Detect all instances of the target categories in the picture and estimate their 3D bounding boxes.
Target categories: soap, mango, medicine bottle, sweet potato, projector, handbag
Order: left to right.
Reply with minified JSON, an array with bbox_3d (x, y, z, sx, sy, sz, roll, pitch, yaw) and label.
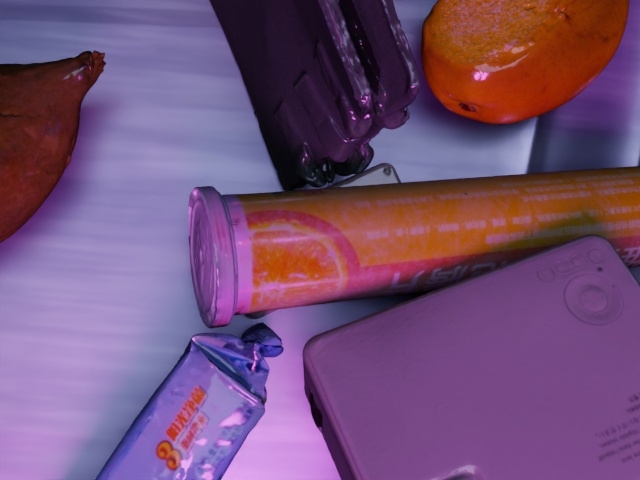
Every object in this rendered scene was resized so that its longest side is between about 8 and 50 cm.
[{"bbox_3d":[-0.322,-0.033,0.647,0.370,0.158,0.157,-30,89,-16],"label":"sweet potato"},{"bbox_3d":[-0.127,0.185,0.641,0.077,0.156,0.293,33,82,-2],"label":"soap"},{"bbox_3d":[-0.018,-0.181,0.646,0.079,0.247,0.260,-21,86,-15],"label":"handbag"},{"bbox_3d":[0.111,-0.008,0.686,0.426,0.108,0.108,-6,85,-17],"label":"medicine bottle"},{"bbox_3d":[0.135,0.128,0.606,0.257,0.099,0.192,-19,59,-12],"label":"projector"},{"bbox_3d":[0.189,-0.186,0.752,0.217,0.102,0.141,-35,66,-12],"label":"mango"}]

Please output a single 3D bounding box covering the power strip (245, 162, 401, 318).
[{"bbox_3d":[0.000,0.000,0.737,0.192,0.035,0.081,-25,90,-9],"label":"power strip"}]
